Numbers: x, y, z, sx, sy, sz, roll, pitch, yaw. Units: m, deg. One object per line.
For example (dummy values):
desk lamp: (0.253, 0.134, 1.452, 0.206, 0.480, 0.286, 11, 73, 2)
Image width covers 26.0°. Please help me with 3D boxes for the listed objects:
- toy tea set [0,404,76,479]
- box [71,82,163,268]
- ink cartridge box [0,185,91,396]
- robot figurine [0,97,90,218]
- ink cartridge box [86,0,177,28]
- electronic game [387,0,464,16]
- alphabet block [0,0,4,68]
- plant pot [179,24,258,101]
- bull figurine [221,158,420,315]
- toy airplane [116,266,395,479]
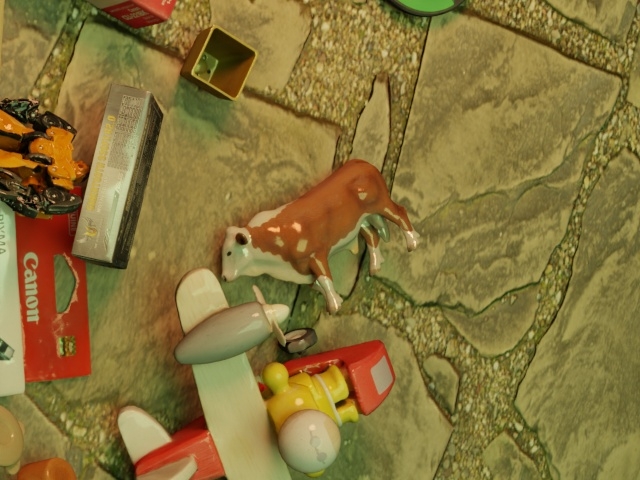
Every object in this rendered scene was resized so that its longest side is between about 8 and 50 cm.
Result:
toy tea set: (-0.393, 0.375, 1.837, 0.336, 0.124, 0.200, 46, 32, -33)
box: (-0.269, -0.080, 1.854, 0.056, 0.183, 0.231, 13, 86, 0)
ink cartridge box: (-0.415, 0.068, 1.848, 0.239, 0.060, 0.275, -5, 95, -29)
robot figurine: (-0.437, -0.113, 1.768, 0.291, 0.085, 0.211, 16, 41, -26)
ink cartridge box: (-0.300, -0.436, 1.852, 0.273, 0.114, 0.197, 27, 79, -28)
electronic game: (0.162, -0.464, 2.166, 0.229, 0.048, 0.229, -2, 95, -31)
alphabet block: (-0.499, -0.242, 1.628, 0.192, 0.193, 0.197, -56, 164, -52)
plant pot: (-0.153, -0.249, 1.970, 0.081, 0.083, 0.081, 29, 78, -28)
bull figurine: (0.000, 0.000, 2.050, 0.310, 0.101, 0.188, -36, 93, -28)
toy airplane: (-0.084, 0.269, 1.932, 0.386, 0.272, 0.384, 26, 80, -30)
